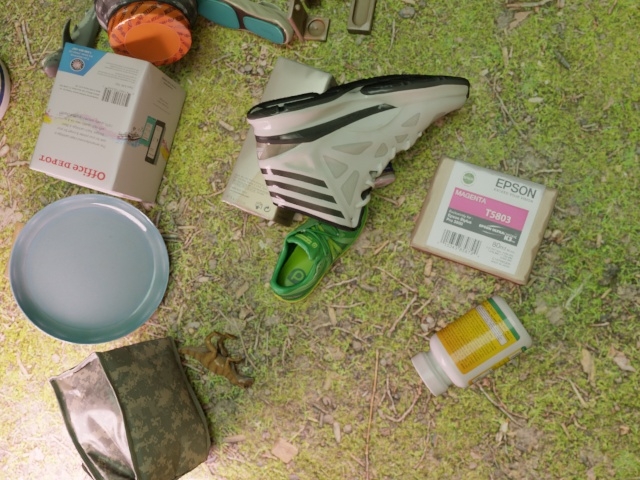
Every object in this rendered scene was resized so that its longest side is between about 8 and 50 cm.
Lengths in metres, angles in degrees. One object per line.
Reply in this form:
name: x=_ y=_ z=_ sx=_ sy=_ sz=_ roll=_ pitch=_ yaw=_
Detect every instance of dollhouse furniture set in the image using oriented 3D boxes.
dollhouse furniture set: x=0.030 y=-0.496 z=1.302 sx=0.151 sy=0.123 sz=0.144 roll=10 pitch=88 yaw=12

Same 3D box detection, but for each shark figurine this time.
shark figurine: x=-0.524 y=-0.454 z=1.445 sx=0.116 sy=0.166 sz=0.278 roll=29 pitch=73 yaw=-13

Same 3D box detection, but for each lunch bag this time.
lunch bag: x=-0.361 y=0.358 z=1.252 sx=0.168 sy=0.235 sz=0.287 roll=-30 pitch=79 yaw=21

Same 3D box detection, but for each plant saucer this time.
plant saucer: x=-0.484 y=0.060 z=1.339 sx=0.317 sy=0.043 sz=0.318 roll=-1 pitch=93 yaw=-23

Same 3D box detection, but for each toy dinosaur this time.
toy dinosaur: x=-0.234 y=0.243 z=1.331 sx=0.211 sy=0.064 sz=0.112 roll=24 pitch=92 yaw=13

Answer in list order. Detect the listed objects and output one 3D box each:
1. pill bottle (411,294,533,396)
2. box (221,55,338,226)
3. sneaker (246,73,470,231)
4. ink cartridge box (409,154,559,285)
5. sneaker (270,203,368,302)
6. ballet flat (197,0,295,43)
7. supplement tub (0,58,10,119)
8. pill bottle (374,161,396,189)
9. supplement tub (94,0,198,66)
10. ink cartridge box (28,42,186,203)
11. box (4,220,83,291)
pill bottle: x=0.283 y=0.205 z=1.199 sx=0.208 sy=0.117 sz=0.118 roll=-35 pitch=80 yaw=7
box: x=-0.075 y=-0.196 z=1.291 sx=0.121 sy=0.148 sz=0.311 roll=22 pitch=92 yaw=11
sneaker: x=0.090 y=-0.167 z=1.203 sx=0.447 sy=0.169 sz=0.258 roll=-16 pitch=111 yaw=-19
ink cartridge box: x=0.314 y=-0.039 z=1.227 sx=0.234 sy=0.088 sz=0.194 roll=19 pitch=91 yaw=13
sneaker: x=0.000 y=0.000 z=1.270 sx=0.109 sy=0.123 sz=0.296 roll=32 pitch=92 yaw=13
ballet flat: x=-0.160 y=-0.498 z=1.374 sx=0.248 sy=0.086 sz=0.086 roll=26 pitch=91 yaw=11
supplement tub: x=-0.876 y=-0.366 z=1.378 sx=0.235 sy=0.325 sz=0.236 roll=-1 pitch=85 yaw=11
pill bottle: x=0.105 y=-0.169 z=1.290 sx=0.067 sy=0.067 sz=0.120 roll=-20 pitch=82 yaw=10
supplement tub: x=-0.369 y=-0.551 z=1.318 sx=0.206 sy=0.207 sz=0.338 roll=-15 pitch=70 yaw=10
ink cartridge box: x=-0.443 y=-0.239 z=1.343 sx=0.198 sy=0.197 sz=0.270 roll=16 pitch=89 yaw=12
box: x=-0.591 y=0.037 z=1.407 sx=0.170 sy=0.091 sz=0.130 roll=10 pitch=88 yaw=13
